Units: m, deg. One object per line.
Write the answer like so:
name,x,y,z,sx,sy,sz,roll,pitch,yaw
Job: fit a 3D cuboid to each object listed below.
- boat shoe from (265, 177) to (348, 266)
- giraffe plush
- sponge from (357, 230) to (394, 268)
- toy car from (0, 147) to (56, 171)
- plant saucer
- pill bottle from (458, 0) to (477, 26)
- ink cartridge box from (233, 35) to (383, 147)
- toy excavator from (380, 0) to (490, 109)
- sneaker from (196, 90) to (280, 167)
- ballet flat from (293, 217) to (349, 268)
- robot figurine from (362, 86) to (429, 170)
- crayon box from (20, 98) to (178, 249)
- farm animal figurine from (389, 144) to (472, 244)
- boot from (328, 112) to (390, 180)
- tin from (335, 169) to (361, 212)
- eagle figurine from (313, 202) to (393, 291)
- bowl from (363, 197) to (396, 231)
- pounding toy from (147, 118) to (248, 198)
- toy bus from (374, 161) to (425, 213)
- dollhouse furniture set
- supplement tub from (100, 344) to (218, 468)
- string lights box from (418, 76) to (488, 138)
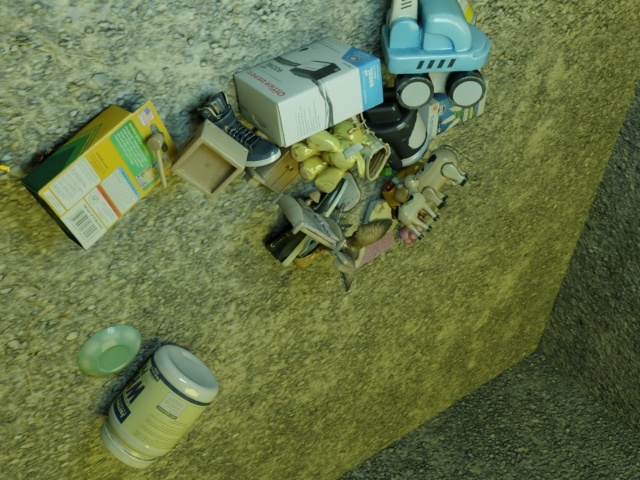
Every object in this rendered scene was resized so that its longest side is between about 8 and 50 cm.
boat shoe,-0.050,-0.078,1.998,0.340,0.113,0.127,-51,-172,19
giraffe plush,0.045,-0.254,1.708,0.181,0.210,0.170,59,35,-27
sponge,0.180,0.022,2.362,0.210,0.031,0.117,-32,140,-18
toy car,-0.639,-0.179,1.416,0.122,0.040,0.060,4,104,-31
plant saucer,-0.610,0.335,1.892,0.195,0.037,0.195,-25,138,-25
pill bottle,0.362,-0.672,1.848,0.117,0.117,0.215,-49,142,3
ink cartridge box,-0.030,-0.386,1.643,0.307,0.223,0.129,-29,135,-22
toy excavator,0.243,-0.589,1.699,0.433,0.222,0.445,-2,136,-2
sneaker,-0.207,-0.274,1.586,0.086,0.226,0.163,-50,144,-31
ballet flat,0.000,0.000,2.134,0.232,0.080,0.073,-44,142,-4
robot figurine,0.232,-0.345,1.969,0.209,0.173,0.278,-44,142,-4
crayon box,-0.490,-0.162,1.487,0.323,0.083,0.203,-47,145,-22
farm animal figurine,0.309,-0.158,1.975,0.327,0.172,0.330,-49,-178,6
boot,0.117,-0.320,1.827,0.095,0.203,0.262,-12,129,-38
tin,0.073,-0.164,2.095,0.106,0.040,0.190,-45,142,-9
eagle figurine,0.088,0.022,1.973,0.225,0.298,0.226,-12,106,-25
bowl,0.210,-0.091,2.272,0.142,0.053,0.142,-14,131,-36
pounding toy,-0.310,-0.201,1.535,0.206,0.094,0.181,36,123,-25
toy bus,0.295,-0.177,2.182,0.191,0.104,0.202,0,102,-41
dollhouse furniture set,-0.034,-0.127,1.748,0.174,0.355,0.303,-45,142,12
supplement tub,-0.498,0.511,1.992,0.325,0.235,0.235,-50,142,4
string lights box,0.430,-0.448,2.143,0.259,0.077,0.133,-28,140,-23
